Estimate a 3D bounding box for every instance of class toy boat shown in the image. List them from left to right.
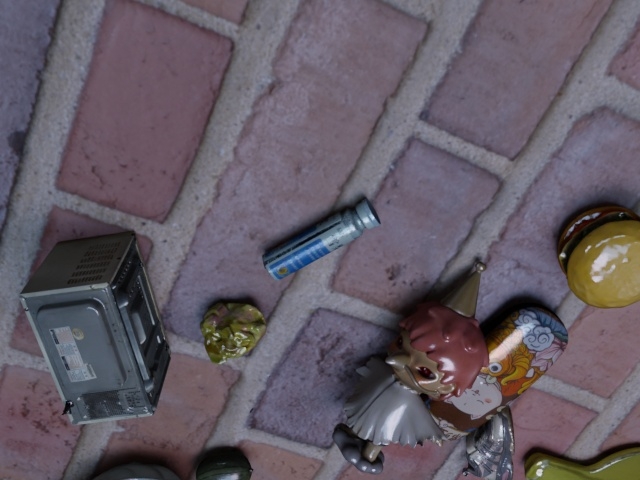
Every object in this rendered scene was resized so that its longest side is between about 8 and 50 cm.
[{"bbox_3d":[-0.365,0.501,1.290,0.291,0.100,0.199,-14,119,4],"label":"toy boat"}]

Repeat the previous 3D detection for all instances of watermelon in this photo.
[{"bbox_3d":[-0.180,0.438,1.279,0.111,0.078,0.078,-10,119,1],"label":"watermelon"}]

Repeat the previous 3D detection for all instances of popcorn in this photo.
[{"bbox_3d":[-0.141,0.151,1.117,0.109,0.089,0.097,-21,129,5],"label":"popcorn"}]

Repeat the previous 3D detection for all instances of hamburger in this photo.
[{"bbox_3d":[0.452,0.027,1.059,0.162,0.115,0.162,-1,117,-1],"label":"hamburger"}]

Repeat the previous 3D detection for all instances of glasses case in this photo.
[{"bbox_3d":[0.290,0.236,1.186,0.122,0.082,0.321,33,113,-22],"label":"glasses case"}]

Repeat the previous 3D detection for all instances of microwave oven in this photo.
[{"bbox_3d":[-0.330,0.136,1.037,0.145,0.194,0.240,-9,117,0],"label":"microwave oven"}]

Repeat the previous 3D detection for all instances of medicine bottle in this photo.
[{"bbox_3d":[0.000,0.000,1.056,0.191,0.051,0.051,-28,117,12],"label":"medicine bottle"}]

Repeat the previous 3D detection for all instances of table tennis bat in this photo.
[{"bbox_3d":[0.570,0.486,1.365,0.369,0.054,0.224,15,118,-16],"label":"table tennis bat"}]

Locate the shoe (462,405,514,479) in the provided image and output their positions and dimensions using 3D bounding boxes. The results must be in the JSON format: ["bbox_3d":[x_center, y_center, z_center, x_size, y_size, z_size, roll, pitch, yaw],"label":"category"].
[{"bbox_3d":[0.315,0.382,1.275,0.092,0.089,0.180,1,118,10],"label":"shoe"}]

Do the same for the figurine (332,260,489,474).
[{"bbox_3d":[0.165,0.207,1.108,0.166,0.207,0.386,24,107,-37],"label":"figurine"}]
